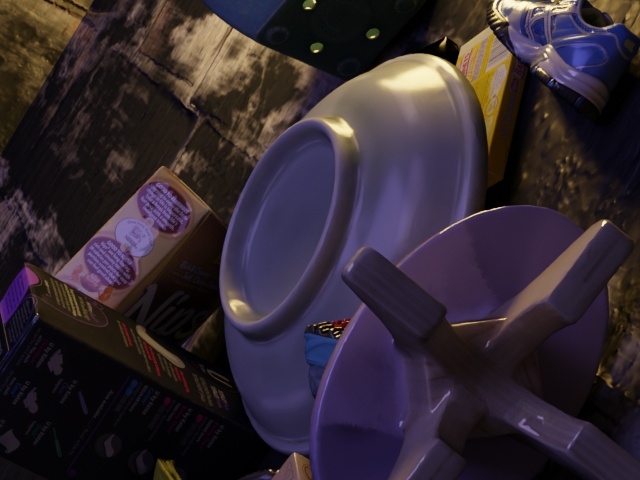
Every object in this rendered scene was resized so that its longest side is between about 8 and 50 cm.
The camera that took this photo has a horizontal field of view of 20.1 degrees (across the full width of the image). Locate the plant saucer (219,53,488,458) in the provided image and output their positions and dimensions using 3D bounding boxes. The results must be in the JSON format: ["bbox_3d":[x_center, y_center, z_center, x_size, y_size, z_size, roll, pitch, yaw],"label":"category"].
[{"bbox_3d":[0.000,0.000,1.683,0.400,0.100,0.400,-41,38,43],"label":"plant saucer"}]

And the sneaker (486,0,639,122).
[{"bbox_3d":[0.213,-0.174,1.568,0.081,0.080,0.211,-49,32,9],"label":"sneaker"}]

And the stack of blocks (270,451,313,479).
[{"bbox_3d":[-0.019,0.325,1.397,0.171,0.087,0.297,-52,22,19],"label":"stack of blocks"}]

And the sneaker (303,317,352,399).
[{"bbox_3d":[0.085,0.137,1.442,0.262,0.104,0.125,14,107,57],"label":"sneaker"}]

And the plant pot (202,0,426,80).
[{"bbox_3d":[-0.004,-0.328,2.037,0.247,0.247,0.252,-46,41,31],"label":"plant pot"}]

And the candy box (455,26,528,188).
[{"bbox_3d":[0.151,-0.123,1.692,0.105,0.027,0.206,-36,31,51],"label":"candy box"}]

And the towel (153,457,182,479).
[{"bbox_3d":[-0.151,0.326,1.657,0.102,0.021,0.237,-153,71,-73],"label":"towel"}]

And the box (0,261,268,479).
[{"bbox_3d":[-0.209,0.164,1.783,0.143,0.270,0.165,-56,21,9],"label":"box"}]

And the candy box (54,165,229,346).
[{"bbox_3d":[-0.223,0.085,1.951,0.316,0.087,0.183,-45,-24,-2],"label":"candy box"}]

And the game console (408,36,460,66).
[{"bbox_3d":[0.024,-0.073,1.892,0.361,0.044,0.213,-23,41,58],"label":"game console"}]

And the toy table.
[{"bbox_3d":[0.109,0.091,1.237,0.274,0.252,0.161,-63,7,-8],"label":"toy table"}]

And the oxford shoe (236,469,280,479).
[{"bbox_3d":[-0.068,0.284,1.585,0.096,0.082,0.227,-86,21,-45],"label":"oxford shoe"}]
